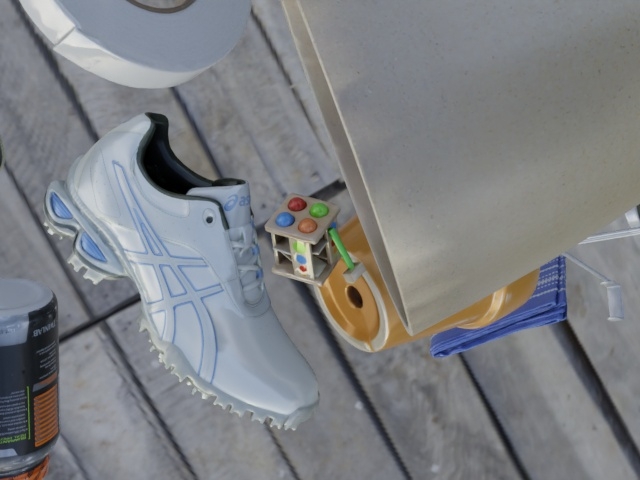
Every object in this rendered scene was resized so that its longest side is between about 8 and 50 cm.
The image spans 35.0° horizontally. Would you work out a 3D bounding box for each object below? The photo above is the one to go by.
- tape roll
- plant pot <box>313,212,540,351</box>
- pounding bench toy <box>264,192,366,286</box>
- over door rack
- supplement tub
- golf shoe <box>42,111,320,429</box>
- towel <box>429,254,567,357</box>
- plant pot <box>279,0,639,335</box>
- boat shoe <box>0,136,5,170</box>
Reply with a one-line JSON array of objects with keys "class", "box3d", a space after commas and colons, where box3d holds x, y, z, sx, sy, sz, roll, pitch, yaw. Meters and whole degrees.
[{"class": "tape roll", "box3d": [-0.272, -0.411, 1.468, 0.072, 0.392, 0.392, -21, 98, 45]}, {"class": "plant pot", "box3d": [0.100, 0.025, 1.109, 0.205, 0.188, 0.205, 38, 143, 37]}, {"class": "pounding bench toy", "box3d": [0.000, 0.000, 0.921, 0.083, 0.052, 0.065, 16, 137, 23]}, {"class": "over door rack", "box3d": [0.453, -0.001, 1.349, 0.240, 0.324, 0.108, -9, 61, 30]}, {"class": "supplement tub", "box3d": [-0.312, 0.140, 0.981, 0.117, 0.117, 0.190, 9, 108, 14]}, {"class": "golf shoe", "box3d": [-0.054, 0.014, 0.498, 0.176, 0.069, 0.086, 44, 110, 2]}, {"class": "towel", "box3d": [0.313, 0.072, 1.740, 0.243, 0.336, 0.040, -23, 111, 25]}, {"class": "plant pot", "box3d": [0.134, -0.112, 0.581, 0.274, 0.256, 0.256, -21, 98, 1]}, {"class": "boat shoe", "box3d": [-0.232, -0.091, 0.563, 0.056, 0.049, 0.152, -35, 112, -4]}]
